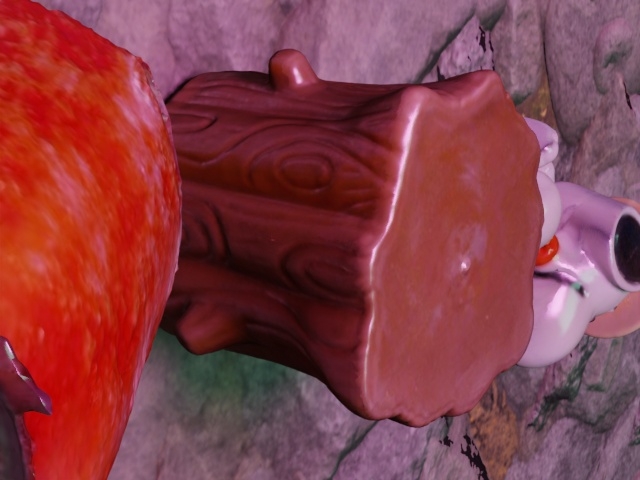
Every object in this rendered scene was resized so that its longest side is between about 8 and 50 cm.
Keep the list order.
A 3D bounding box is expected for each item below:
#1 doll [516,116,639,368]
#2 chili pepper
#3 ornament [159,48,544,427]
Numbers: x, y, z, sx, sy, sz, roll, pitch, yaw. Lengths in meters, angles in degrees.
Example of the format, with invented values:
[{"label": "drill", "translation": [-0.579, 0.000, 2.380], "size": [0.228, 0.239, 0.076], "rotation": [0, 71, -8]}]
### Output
[{"label": "doll", "translation": [0.218, -0.010, 1.259], "size": [0.208, 0.144, 0.271], "rotation": [-39, 134, -28]}, {"label": "chili pepper", "translation": [-0.186, 0.025, 0.656], "size": [0.305, 0.229, 0.251], "rotation": [-81, 162, -58]}, {"label": "ornament", "translation": [0.000, 0.000, 0.909], "size": [0.221, 0.217, 0.235], "rotation": [-59, 140, -24]}]
